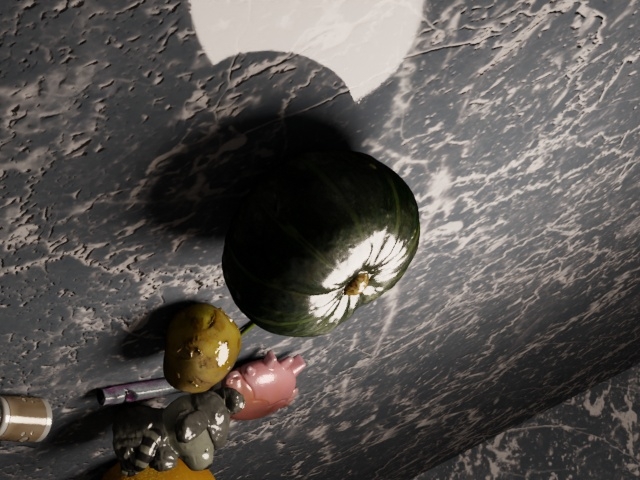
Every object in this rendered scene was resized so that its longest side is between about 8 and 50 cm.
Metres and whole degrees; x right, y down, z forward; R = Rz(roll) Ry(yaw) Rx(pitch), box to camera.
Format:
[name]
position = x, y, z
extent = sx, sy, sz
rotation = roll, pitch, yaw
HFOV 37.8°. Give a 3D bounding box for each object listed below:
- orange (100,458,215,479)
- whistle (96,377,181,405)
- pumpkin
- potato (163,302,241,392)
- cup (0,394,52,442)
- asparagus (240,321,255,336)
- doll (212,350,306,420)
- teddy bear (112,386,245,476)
[orange]
position = -0.337, 0.565, 1.938
extent = 0.274, 0.274, 0.274
rotation = -22, 153, -12
[whistle]
position = -0.321, 0.271, 1.688
extent = 0.176, 0.033, 0.033
rotation = -4, 144, -40
[pumpkin]
position = 0.000, 0.000, 1.338
extent = 0.300, 0.207, 0.300
rotation = -29, 145, -23
[potato]
position = -0.199, 0.183, 1.552
extent = 0.137, 0.137, 0.176
rotation = -17, 153, -21
[cup]
position = -0.505, 0.282, 1.514
extent = 0.099, 0.102, 0.074
rotation = 22, 86, -55
[asparagus]
position = -0.092, 0.130, 1.681
extent = 0.166, 0.013, 0.016
rotation = -37, 110, 15
[doll]
position = -0.123, 0.298, 1.860
extent = 0.211, 0.093, 0.262
rotation = -39, 151, 14
[teddy bear]
position = -0.264, 0.356, 1.689
extent = 0.251, 0.144, 0.171
rotation = -12, 180, 12
